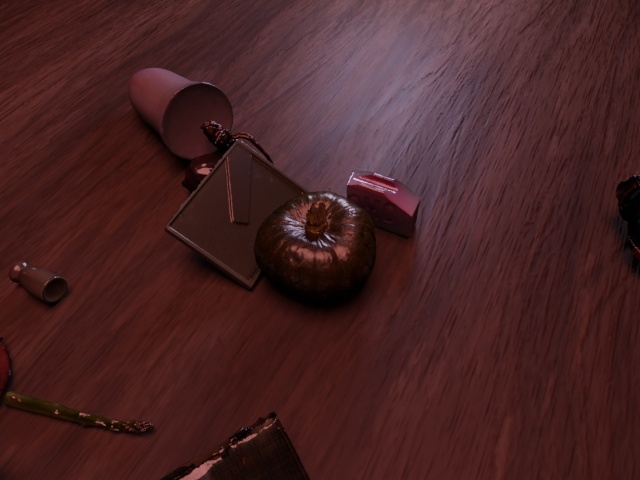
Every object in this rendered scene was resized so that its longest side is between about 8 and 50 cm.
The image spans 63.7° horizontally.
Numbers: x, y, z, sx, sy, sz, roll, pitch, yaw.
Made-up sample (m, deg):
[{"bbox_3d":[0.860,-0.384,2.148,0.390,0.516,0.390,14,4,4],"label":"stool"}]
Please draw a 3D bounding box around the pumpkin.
[{"bbox_3d":[0.000,0.000,0.911,0.218,0.163,0.219,-1,46,1],"label":"pumpkin"}]

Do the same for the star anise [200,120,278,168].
[{"bbox_3d":[-0.172,-0.195,1.109,0.070,0.190,0.097,-57,25,-11],"label":"star anise"}]

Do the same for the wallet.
[{"bbox_3d":[-0.158,0.367,0.637,0.316,0.044,0.169,-27,85,-18],"label":"wallet"}]

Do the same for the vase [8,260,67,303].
[{"bbox_3d":[-0.511,0.072,0.929,0.100,0.053,0.053,20,53,24],"label":"vase"}]

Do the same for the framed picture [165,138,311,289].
[{"bbox_3d":[-0.149,-0.060,0.994,0.192,0.018,0.266,37,54,-9],"label":"framed picture"}]

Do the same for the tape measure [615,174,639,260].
[{"bbox_3d":[0.670,-0.021,0.937,0.202,0.135,0.223,2,51,-10],"label":"tape measure"}]

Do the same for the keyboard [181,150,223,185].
[{"bbox_3d":[-0.241,-0.163,1.149,0.053,0.010,0.155,26,55,20],"label":"keyboard"}]

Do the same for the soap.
[{"bbox_3d":[0.117,-0.077,1.010,0.148,0.100,0.056,22,54,17],"label":"soap"}]

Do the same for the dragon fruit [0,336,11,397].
[{"bbox_3d":[-0.605,0.197,0.761,0.223,0.148,0.219,-5,51,-3],"label":"dragon fruit"}]

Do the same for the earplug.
[{"bbox_3d":[-0.354,-0.323,1.195,0.172,0.173,0.301,-33,48,-24],"label":"earplug"}]

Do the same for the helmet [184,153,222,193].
[{"bbox_3d":[-0.226,-0.142,1.083,0.123,0.070,0.098,-13,58,-16],"label":"helmet"}]

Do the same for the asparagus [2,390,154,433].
[{"bbox_3d":[-0.371,0.264,0.782,0.248,0.025,0.024,9,36,9],"label":"asparagus"}]
